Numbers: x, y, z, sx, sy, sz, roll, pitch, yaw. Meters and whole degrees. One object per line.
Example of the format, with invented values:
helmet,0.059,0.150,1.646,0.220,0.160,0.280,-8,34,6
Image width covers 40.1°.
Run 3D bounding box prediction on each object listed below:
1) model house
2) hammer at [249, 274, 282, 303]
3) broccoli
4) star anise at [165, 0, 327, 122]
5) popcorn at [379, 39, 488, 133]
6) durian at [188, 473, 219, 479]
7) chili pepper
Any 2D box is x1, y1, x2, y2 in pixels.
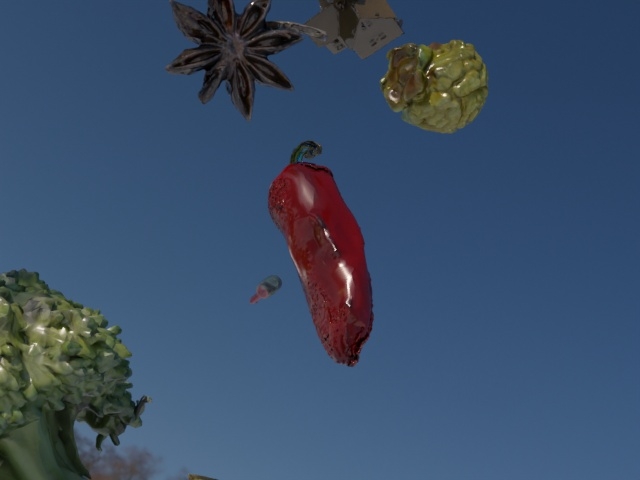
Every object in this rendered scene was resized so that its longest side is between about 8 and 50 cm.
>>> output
model house,0.030,-0.489,1.777,0.180,0.176,0.248,62,13,26
hammer,-0.105,0.093,1.560,0.031,0.052,0.083,55,-45,4
broccoli,-0.233,0.156,0.618,0.302,0.249,0.375,8,13,7
star anise,-0.120,-0.297,1.345,0.081,0.263,0.230,171,-96,-70
popcorn,0.274,-0.372,2.115,0.258,0.270,0.224,5,-73,9
durian,-0.126,0.532,1.390,0.305,0.186,0.196,60,-10,-17
chili pepper,0.000,0.000,1.140,0.110,0.387,0.110,-11,-42,-10
